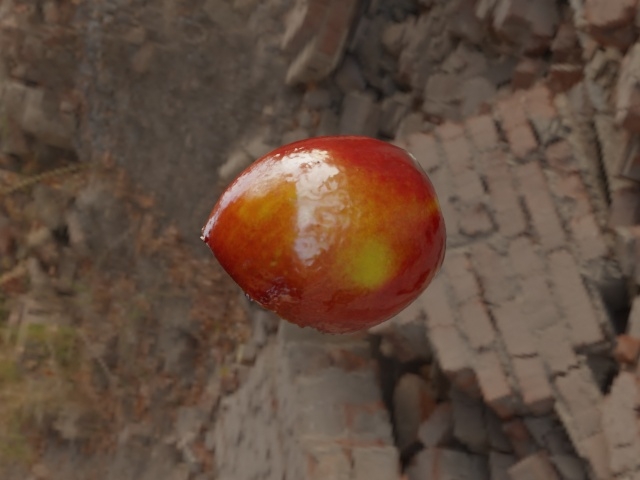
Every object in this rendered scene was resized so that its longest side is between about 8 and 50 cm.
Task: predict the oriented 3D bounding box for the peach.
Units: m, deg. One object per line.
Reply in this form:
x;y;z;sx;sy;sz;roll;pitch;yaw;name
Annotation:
0.000;0.000;1.187;0.196;0.226;0.189;144;107;-74;peach
